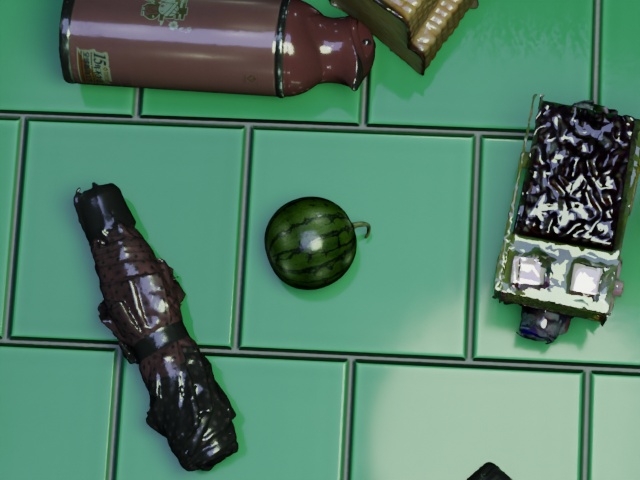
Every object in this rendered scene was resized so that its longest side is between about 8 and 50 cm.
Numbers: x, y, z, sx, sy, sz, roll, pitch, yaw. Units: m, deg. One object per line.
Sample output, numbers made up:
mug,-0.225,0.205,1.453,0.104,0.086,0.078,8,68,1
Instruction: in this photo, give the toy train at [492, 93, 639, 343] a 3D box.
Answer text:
toy train,0.259,-0.026,1.774,0.134,0.177,0.261,12,81,6

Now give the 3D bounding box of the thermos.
thermos,-0.104,-0.216,1.874,0.330,0.136,0.110,4,109,4

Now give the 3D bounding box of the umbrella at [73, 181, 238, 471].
umbrella,-0.180,0.089,1.828,0.094,0.090,0.326,-27,80,2

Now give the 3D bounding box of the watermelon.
watermelon,-0.006,0.000,1.826,0.109,0.109,0.109,-1,81,3

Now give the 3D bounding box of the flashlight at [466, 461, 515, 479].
flashlight,0.115,0.323,1.773,0.232,0.093,0.093,-41,81,-4

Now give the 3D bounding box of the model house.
model house,0.099,-0.302,1.827,0.166,0.183,0.172,41,88,8
